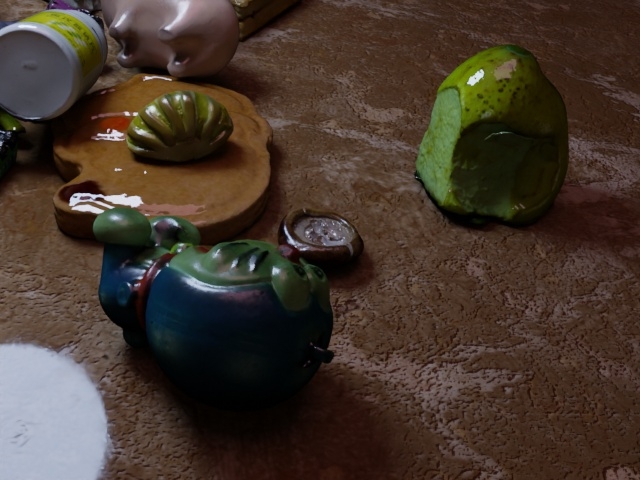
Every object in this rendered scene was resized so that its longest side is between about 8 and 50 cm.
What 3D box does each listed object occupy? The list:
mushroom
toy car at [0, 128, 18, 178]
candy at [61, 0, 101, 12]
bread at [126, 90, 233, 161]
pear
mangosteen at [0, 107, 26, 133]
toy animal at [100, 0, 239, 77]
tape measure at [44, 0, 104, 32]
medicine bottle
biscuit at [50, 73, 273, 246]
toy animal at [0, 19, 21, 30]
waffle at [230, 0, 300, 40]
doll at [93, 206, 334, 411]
[{"bbox_3d":[0.000,0.000,1.049,0.123,0.052,0.123,11,35,-8],"label":"mushroom"},{"bbox_3d":[-0.497,-0.107,1.083,0.071,0.063,0.165,8,38,1],"label":"toy car"},{"bbox_3d":[-0.524,-0.587,1.622,0.195,0.137,0.184,29,43,26],"label":"candy"},{"bbox_3d":[-0.199,-0.173,1.097,0.157,0.095,0.083,-2,35,-26],"label":"bread"},{"bbox_3d":[0.298,-0.167,1.155,0.238,0.256,0.164,2,37,-15],"label":"pear"},{"bbox_3d":[-0.549,-0.231,1.161,0.181,0.146,0.156,9,33,5],"label":"mangosteen"},{"bbox_3d":[-0.280,-0.422,1.392,0.326,0.237,0.269,23,45,21],"label":"toy animal"},{"bbox_3d":[-0.457,-0.370,1.369,0.118,0.125,0.074,26,26,-31],"label":"tape measure"},{"bbox_3d":[-0.422,-0.286,1.182,0.143,0.144,0.258,4,22,-6],"label":"medicine bottle"},{"bbox_3d":[-0.241,-0.146,1.183,0.349,0.078,0.455,-3,39,-20],"label":"biscuit"},{"bbox_3d":[-0.594,-0.337,1.329,0.205,0.081,0.367,10,32,-29],"label":"toy animal"},{"bbox_3d":[-0.187,-0.568,1.696,0.212,0.091,0.308,22,40,17],"label":"waffle"},{"bbox_3d":[-0.117,0.076,0.833,0.321,0.186,0.198,17,4,38],"label":"doll"}]
